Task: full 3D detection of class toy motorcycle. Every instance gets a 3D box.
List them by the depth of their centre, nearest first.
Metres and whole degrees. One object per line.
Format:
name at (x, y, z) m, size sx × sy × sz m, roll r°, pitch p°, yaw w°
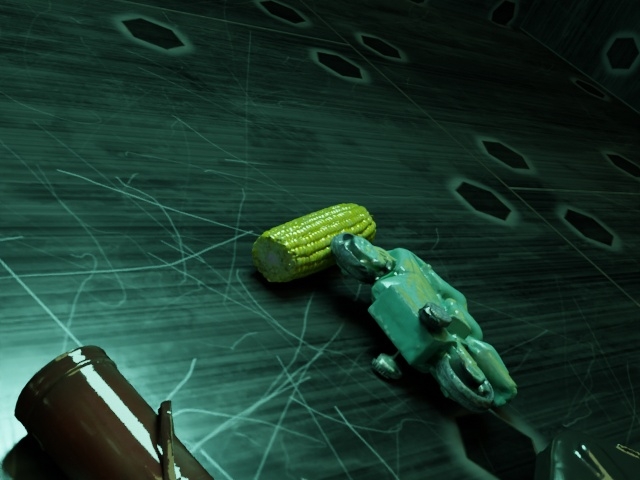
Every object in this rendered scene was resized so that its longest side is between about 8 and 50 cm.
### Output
toy motorcycle at (0.136, 0.106, 1.076) m, size 0.198 × 0.109 × 0.296 m, roll 8°, pitch 39°, yaw -54°

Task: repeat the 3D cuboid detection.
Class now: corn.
corn at (0.000, 0.000, 1.141) m, size 0.081 × 0.081 × 0.248 m, roll 38°, pitch 29°, yaw 19°

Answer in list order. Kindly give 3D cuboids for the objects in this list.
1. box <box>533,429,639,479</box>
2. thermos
box at (0.327, 0.331, 0.742) m, size 0.290 × 0.073 × 0.289 m, roll 25°, pitch 36°, yaw 4°
thermos at (-0.154, 0.201, 0.678) m, size 0.124 × 0.098 × 0.232 m, roll -36°, pitch 65°, yaw -25°
